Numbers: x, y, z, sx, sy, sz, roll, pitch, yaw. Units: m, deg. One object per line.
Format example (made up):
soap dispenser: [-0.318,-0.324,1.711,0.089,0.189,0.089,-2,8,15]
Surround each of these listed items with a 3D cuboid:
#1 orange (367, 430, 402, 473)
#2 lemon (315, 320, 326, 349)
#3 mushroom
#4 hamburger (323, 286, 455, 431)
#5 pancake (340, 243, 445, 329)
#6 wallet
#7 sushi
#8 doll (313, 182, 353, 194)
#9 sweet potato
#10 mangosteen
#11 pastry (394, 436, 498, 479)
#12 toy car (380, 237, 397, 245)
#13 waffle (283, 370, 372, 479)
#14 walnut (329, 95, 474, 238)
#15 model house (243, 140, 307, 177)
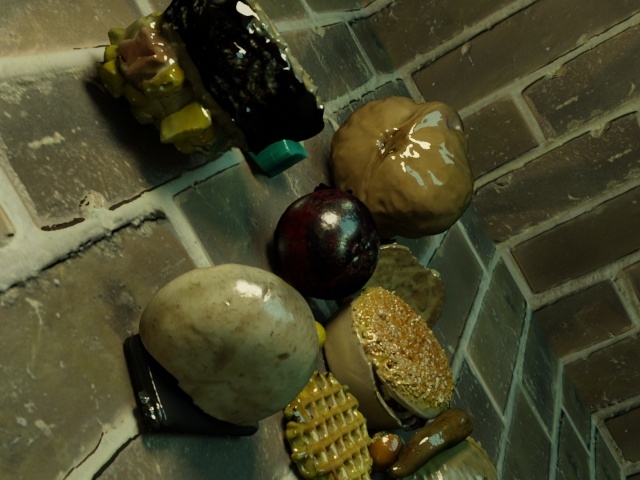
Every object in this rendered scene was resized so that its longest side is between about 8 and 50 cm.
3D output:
orange: [0.112,0.388,1.678,0.062,0.086,0.086,19,23,8]
lemon: [-0.022,0.174,1.643,0.083,0.062,0.062,6,58,-64]
mushroom: [-0.104,0.119,1.265,0.253,0.189,0.195,44,24,-33]
hamburger: [0.137,0.230,1.781,0.302,0.170,0.302,47,27,-33]
pancake: [0.153,0.118,1.935,0.236,0.222,0.042,16,12,-21]
wallet: [-0.180,0.204,1.287,0.250,0.044,0.149,24,39,-57]
sushi: [-0.180,-0.265,1.520,0.329,0.285,0.328,53,5,-20]
doll: [0.014,-0.046,1.966,0.249,0.088,0.127,-63,143,-53]
sweet potato: [0.213,0.370,1.689,0.062,0.081,0.233,36,36,28]
mangosteen: [0.001,0.003,1.736,0.216,0.216,0.216,47,26,-32]
pastry: [0.263,0.496,1.756,0.237,0.170,0.256,62,27,7]
toy car: [0.141,0.082,2.061,0.210,0.089,0.108,-93,172,-57]
waffle: [0.016,0.332,1.561,0.245,0.052,0.254,47,27,-30]
walnut: [0.196,-0.169,2.177,0.383,0.383,0.383,47,26,-32]
model house: [-0.099,-0.201,1.859,0.127,0.100,0.149,46,25,-34]
